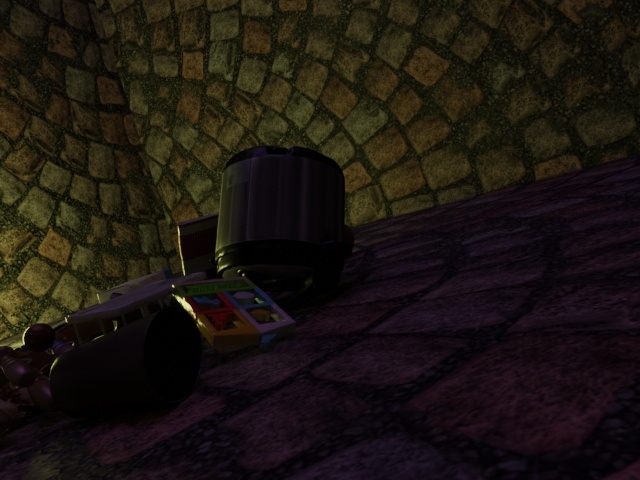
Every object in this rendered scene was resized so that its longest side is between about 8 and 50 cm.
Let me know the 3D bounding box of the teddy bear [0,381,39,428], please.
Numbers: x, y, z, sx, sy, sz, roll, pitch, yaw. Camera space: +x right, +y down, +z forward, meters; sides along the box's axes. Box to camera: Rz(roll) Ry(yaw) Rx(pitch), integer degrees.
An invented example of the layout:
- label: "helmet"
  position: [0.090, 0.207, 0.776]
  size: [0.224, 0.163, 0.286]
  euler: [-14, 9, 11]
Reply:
- label: "teddy bear"
  position: [-0.753, 0.372, 1.141]
  size: [0.338, 0.113, 0.245]
  euler: [-10, 11, -11]

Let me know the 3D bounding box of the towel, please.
- label: "towel"
  position: [-0.322, 0.071, 1.713]
  size: [0.237, 0.328, 0.037]
  euler: [-20, 27, -35]

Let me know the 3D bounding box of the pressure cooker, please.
- label: "pressure cooker"
  position: [-0.116, -0.012, 1.535]
  size: [0.376, 0.420, 0.370]
  euler: [4, -19, -10]

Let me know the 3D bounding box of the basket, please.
- label: "basket"
  position: [-0.357, 0.233, 0.992]
  size: [0.227, 0.154, 0.204]
  euler: [-19, 20, 16]

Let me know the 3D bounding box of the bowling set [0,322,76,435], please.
- label: "bowling set"
  position: [-0.558, 0.234, 1.076]
  size: [0.154, 0.199, 0.287]
  euler: [20, 17, 35]

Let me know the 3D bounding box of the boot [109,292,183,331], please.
- label: "boot"
  position: [-0.500, 0.240, 1.638]
  size: [0.229, 0.091, 0.263]
  euler: [5, -33, -3]

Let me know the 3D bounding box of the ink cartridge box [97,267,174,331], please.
- label: "ink cartridge box"
  position: [-0.625, 0.219, 1.906]
  size: [0.168, 0.171, 0.233]
  euler: [-16, 4, 12]

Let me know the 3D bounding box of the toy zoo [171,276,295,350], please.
- label: "toy zoo"
  position: [-0.188, 0.158, 1.204]
  size: [0.192, 0.030, 0.293]
  euler: [-4, 23, -34]

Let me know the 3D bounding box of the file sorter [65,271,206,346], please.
- label: "file sorter"
  position: [-0.413, 0.206, 1.315]
  size: [0.193, 0.173, 0.278]
  euler: [-13, 6, 32]

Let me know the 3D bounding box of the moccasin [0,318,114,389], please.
- label: "moccasin"
  position: [-0.693, 0.310, 1.424]
  size: [0.139, 0.147, 0.380]
  euler: [-30, 2, 26]

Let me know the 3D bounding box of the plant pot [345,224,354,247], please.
- label: "plant pot"
  position: [0.000, 0.000, 2.149]
  size: [0.254, 0.237, 0.237]
  euler: [-3, -4, -33]

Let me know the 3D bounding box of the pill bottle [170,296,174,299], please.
- label: "pill bottle"
  position: [-0.479, 0.232, 1.810]
  size: [0.078, 0.078, 0.137]
  euler: [-17, 4, -7]
